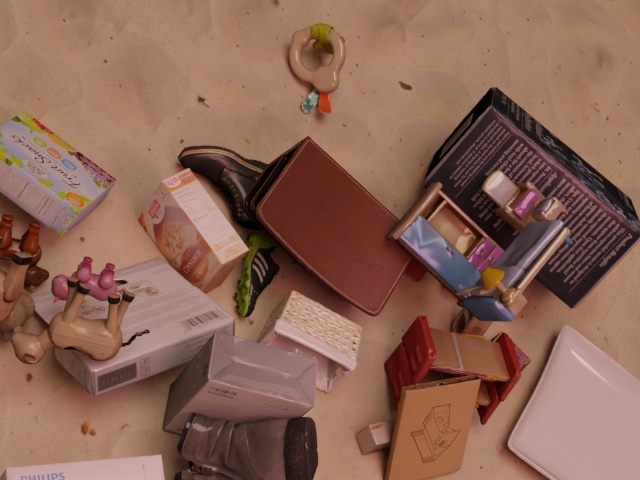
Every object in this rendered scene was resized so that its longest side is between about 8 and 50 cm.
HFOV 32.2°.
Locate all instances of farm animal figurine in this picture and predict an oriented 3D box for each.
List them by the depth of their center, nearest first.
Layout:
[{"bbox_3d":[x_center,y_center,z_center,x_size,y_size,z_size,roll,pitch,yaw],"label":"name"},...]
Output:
[{"bbox_3d":[-0.484,0.096,1.719,0.327,0.172,0.330,6,20,-47],"label":"farm animal figurine"}]

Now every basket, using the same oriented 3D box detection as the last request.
[{"bbox_3d":[-0.020,0.180,1.998,0.167,0.113,0.103,28,50,-11],"label":"basket"}]

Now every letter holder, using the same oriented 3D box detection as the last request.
[{"bbox_3d":[0.000,0.000,2.062,0.302,0.152,0.214,41,56,-14],"label":"letter holder"}]

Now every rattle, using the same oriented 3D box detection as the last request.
[{"bbox_3d":[0.007,-0.355,2.384,0.130,0.143,0.199,-14,83,0],"label":"rattle"}]

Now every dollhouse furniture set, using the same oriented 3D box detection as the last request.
[{"bbox_3d":[0.302,-0.030,1.938,0.198,0.303,0.286,43,79,-10],"label":"dollhouse furniture set"},{"bbox_3d":[0.234,0.156,2.152,0.201,0.152,0.374,14,39,-20],"label":"dollhouse furniture set"}]

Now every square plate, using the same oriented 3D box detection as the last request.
[{"bbox_3d":[0.556,0.392,2.218,0.344,0.049,0.347,38,51,-2],"label":"square plate"}]

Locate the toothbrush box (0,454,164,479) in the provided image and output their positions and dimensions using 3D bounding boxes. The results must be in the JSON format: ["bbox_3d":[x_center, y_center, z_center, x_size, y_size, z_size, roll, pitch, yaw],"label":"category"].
[{"bbox_3d":[-0.359,0.410,1.563,0.216,0.295,0.126,1,61,-28],"label":"toothbrush box"}]

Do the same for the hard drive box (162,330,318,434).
[{"bbox_3d":[-0.134,0.254,1.815,0.181,0.232,0.089,18,54,-19],"label":"hard drive box"}]

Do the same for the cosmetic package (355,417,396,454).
[{"bbox_3d":[0.128,0.349,2.009,0.115,0.060,0.041,-8,65,-33],"label":"cosmetic package"}]

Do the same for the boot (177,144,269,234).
[{"bbox_3d":[-0.176,-0.096,2.108,0.198,0.077,0.137,12,62,-20],"label":"boot"}]

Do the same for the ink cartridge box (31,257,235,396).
[{"bbox_3d":[-0.322,0.138,1.870,0.275,0.060,0.239,-18,36,-35],"label":"ink cartridge box"}]

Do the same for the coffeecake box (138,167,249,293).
[{"bbox_3d":[-0.229,-0.011,1.980,0.068,0.142,0.185,-29,78,-37],"label":"coffeecake box"}]

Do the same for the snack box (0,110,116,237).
[{"bbox_3d":[-0.480,-0.117,1.916,0.207,0.070,0.174,37,25,-3],"label":"snack box"}]

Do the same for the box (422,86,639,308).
[{"bbox_3d":[0.433,-0.097,2.267,0.395,0.212,0.293,40,18,-3],"label":"box"}]

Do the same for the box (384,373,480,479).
[{"bbox_3d":[0.200,0.339,1.982,0.165,0.201,0.021,-5,26,-29],"label":"box"}]

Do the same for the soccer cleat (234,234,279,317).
[{"bbox_3d":[-0.114,0.067,2.050,0.072,0.060,0.178,20,52,-18],"label":"soccer cleat"}]

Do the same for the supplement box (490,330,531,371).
[{"bbox_3d":[0.369,0.233,2.216,0.083,0.043,0.055,47,51,5],"label":"supplement box"}]

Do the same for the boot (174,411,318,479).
[{"bbox_3d":[-0.113,0.436,1.786,0.223,0.118,0.338,-2,96,9],"label":"boot"}]
